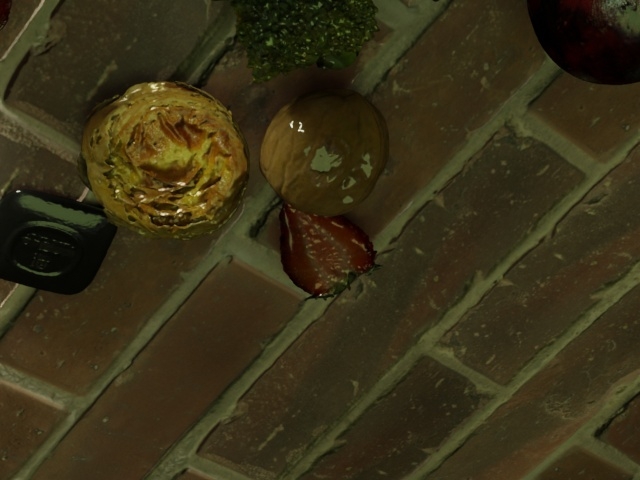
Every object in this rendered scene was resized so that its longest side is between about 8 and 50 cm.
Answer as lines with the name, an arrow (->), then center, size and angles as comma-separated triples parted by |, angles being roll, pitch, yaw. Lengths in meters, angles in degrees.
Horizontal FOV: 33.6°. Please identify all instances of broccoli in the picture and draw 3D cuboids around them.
broccoli -> -0.025, -0.314, 1.637 | 0.243, 0.180, 0.273 | -5, 142, 22

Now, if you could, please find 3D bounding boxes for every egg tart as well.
egg tart -> -0.263, -0.137, 1.790 | 0.297, 0.132, 0.297 | -1, 110, -4

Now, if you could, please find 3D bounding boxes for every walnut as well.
walnut -> 0.009, -0.152, 1.779 | 0.228, 0.228, 0.228 | -5, 125, -7

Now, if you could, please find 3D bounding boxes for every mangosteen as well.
mangosteen -> 0.474, -0.383, 1.664 | 0.311, 0.311, 0.311 | -5, 125, -7

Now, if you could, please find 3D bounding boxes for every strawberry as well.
strawberry -> -0.015, 0.006, 1.946 | 0.228, 0.098, 0.174 | 38, 110, -27

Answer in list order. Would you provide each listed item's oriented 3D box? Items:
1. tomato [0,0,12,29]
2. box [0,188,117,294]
tomato -> -0.540, -0.408, 1.526 | 0.200, 0.139, 0.233 | 8, 128, -39
box -> -0.486, 0.004, 1.886 | 0.213, 0.042, 0.201 | 18, 121, -21
